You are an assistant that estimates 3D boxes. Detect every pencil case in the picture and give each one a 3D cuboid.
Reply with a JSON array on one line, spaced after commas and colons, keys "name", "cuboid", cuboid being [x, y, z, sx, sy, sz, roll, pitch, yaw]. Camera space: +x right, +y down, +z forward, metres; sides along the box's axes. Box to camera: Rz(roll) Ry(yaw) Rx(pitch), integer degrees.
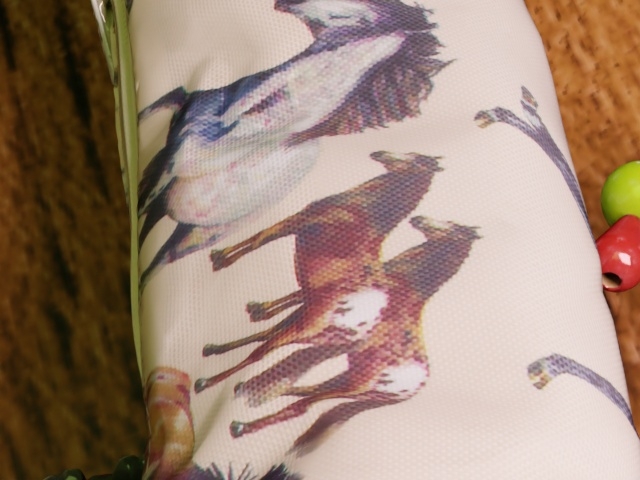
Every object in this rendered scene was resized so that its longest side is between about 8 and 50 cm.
[{"name": "pencil case", "cuboid": [0.000, 0.000, 0.613, 0.183, 0.160, 0.410, -6, 47, -1]}]

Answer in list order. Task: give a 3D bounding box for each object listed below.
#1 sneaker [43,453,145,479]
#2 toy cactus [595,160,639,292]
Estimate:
[{"name": "sneaker", "cuboid": [-0.113, 0.172, 0.628, 0.276, 0.135, 0.097, -23, 42, -26]}, {"name": "toy cactus", "cuboid": [0.209, -0.035, 0.638, 0.219, 0.112, 0.180, -8, 32, 17]}]
